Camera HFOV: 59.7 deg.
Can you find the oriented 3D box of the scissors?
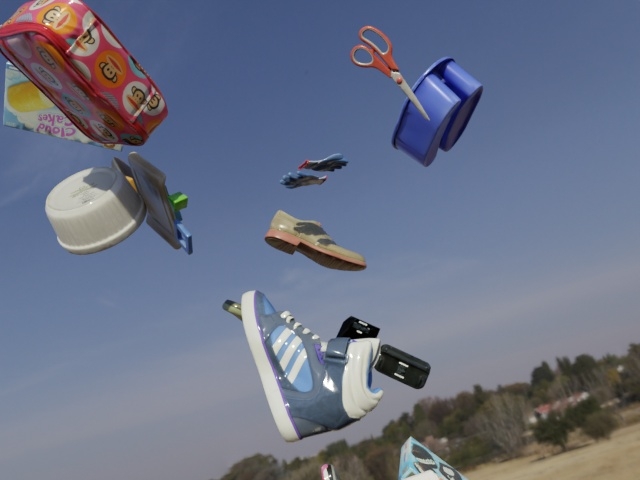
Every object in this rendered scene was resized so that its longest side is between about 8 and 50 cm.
[{"bbox_3d":[0.208,-0.452,1.500,0.109,0.297,0.021,-52,-3,22],"label":"scissors"}]

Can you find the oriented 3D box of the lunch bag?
[{"bbox_3d":[-0.461,-0.315,1.069,0.258,0.120,0.293,11,-29,38],"label":"lunch bag"}]

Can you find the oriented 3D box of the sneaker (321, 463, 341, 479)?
[{"bbox_3d":[0.064,0.464,0.983,0.074,0.170,0.063,-31,-12,-8],"label":"sneaker"}]

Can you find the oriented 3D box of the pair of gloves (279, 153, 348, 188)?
[{"bbox_3d":[-0.017,-0.199,1.599,0.159,0.023,0.198,-6,-18,-39],"label":"pair of gloves"}]

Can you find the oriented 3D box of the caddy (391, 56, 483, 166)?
[{"bbox_3d":[0.341,-0.396,1.718,0.241,0.179,0.341,-36,-22,-30],"label":"caddy"}]

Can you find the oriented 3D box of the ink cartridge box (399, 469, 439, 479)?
[{"bbox_3d":[0.142,0.606,1.113,0.272,0.198,0.115,-5,-38,-29],"label":"ink cartridge box"}]

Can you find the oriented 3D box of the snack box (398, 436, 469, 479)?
[{"bbox_3d":[0.379,0.741,1.649,0.060,0.322,0.187,-54,-3,14],"label":"snack box"}]

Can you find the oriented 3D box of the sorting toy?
[{"bbox_3d":[-0.381,-0.099,1.320,0.047,0.347,0.196,-28,-48,-30],"label":"sorting toy"}]

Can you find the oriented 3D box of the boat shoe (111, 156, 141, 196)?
[{"bbox_3d":[-0.523,-0.148,1.489,0.059,0.170,0.063,-39,-20,12],"label":"boat shoe"}]

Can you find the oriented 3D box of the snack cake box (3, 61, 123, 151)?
[{"bbox_3d":[-0.586,-0.320,1.310,0.264,0.089,0.152,11,-61,-18],"label":"snack cake box"}]

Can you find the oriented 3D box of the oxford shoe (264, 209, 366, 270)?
[{"bbox_3d":[0.000,0.000,1.811,0.348,0.130,0.123,22,-25,-13],"label":"oxford shoe"}]

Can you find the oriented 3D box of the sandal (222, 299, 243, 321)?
[{"bbox_3d":[-0.153,0.271,1.528,0.302,0.086,0.120,36,-21,-12],"label":"sandal"}]

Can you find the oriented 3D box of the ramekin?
[{"bbox_3d":[-0.511,-0.076,1.257,0.207,0.207,0.109,-17,-51,-2],"label":"ramekin"}]

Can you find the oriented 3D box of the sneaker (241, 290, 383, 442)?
[{"bbox_3d":[-0.006,0.210,1.095,0.236,0.323,0.130,-22,-29,-1],"label":"sneaker"}]

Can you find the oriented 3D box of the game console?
[{"bbox_3d":[0.215,0.434,2.008,0.361,0.213,0.044,24,-4,2],"label":"game console"}]
